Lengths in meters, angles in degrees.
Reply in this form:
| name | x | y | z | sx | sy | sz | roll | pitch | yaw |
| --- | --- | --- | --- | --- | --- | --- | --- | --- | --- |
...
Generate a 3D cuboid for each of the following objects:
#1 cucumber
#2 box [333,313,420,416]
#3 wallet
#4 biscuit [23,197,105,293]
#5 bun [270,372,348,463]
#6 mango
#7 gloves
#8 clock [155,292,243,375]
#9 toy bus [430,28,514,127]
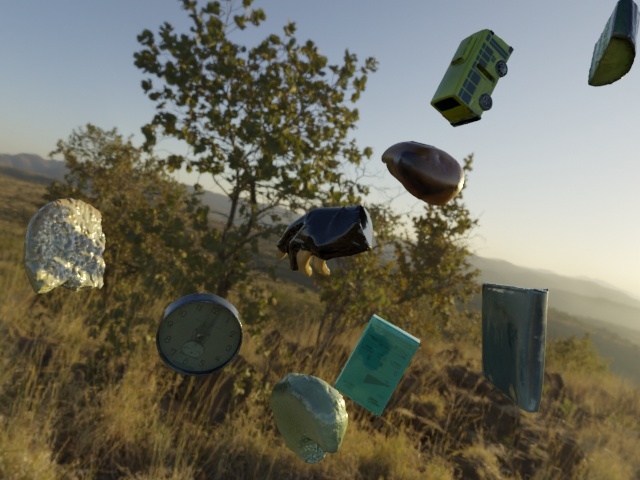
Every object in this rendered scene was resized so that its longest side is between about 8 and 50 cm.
| name | x | y | z | sx | sy | sz | roll | pitch | yaw |
| --- | --- | --- | --- | --- | --- | --- | --- | --- | --- |
| cucumber | 0.564 | -0.373 | 0.850 | 0.062 | 0.115 | 0.116 | 13 | -20 | 13 |
| box | 0.213 | 0.461 | 1.684 | 0.205 | 0.312 | 0.118 | 28 | 0 | 16 |
| wallet | 0.432 | 0.225 | 1.023 | 0.054 | 0.252 | 0.290 | 3 | -1 | 2 |
| biscuit | -0.485 | 0.017 | 0.871 | 0.040 | 0.188 | 0.265 | -15 | 27 | 7 |
| bun | -0.011 | 0.383 | 0.988 | 0.126 | 0.204 | 0.212 | -25 | 8 | -36 |
| mango | 0.334 | -0.213 | 1.422 | 0.287 | 0.202 | 0.152 | 13 | -20 | -31 |
| gloves | 0.000 | -0.006 | 1.193 | 0.152 | 0.197 | 0.301 | 38 | -53 | -23 |
| clock | -0.299 | 0.237 | 1.117 | 0.214 | 0.215 | 0.042 | 11 | 14 | -17 |
| toy bus | 0.451 | -0.489 | 1.340 | 0.150 | 0.262 | 0.128 | 32 | -11 | -22 |
